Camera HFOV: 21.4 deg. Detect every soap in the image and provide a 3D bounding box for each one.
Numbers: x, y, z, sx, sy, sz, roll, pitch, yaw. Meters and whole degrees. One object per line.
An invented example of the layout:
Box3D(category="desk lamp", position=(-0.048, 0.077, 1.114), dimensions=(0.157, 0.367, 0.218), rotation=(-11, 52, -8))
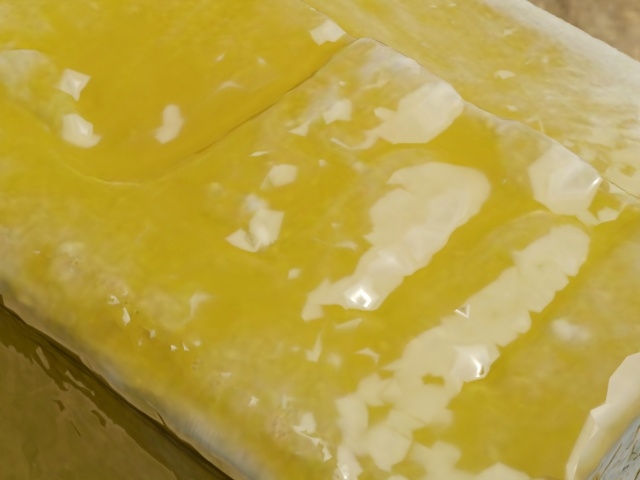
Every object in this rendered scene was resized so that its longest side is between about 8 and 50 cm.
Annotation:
Box3D(category="soap", position=(0.000, 0.000, 0.545), dimensions=(0.259, 0.281, 0.143), rotation=(-39, 148, -38))
